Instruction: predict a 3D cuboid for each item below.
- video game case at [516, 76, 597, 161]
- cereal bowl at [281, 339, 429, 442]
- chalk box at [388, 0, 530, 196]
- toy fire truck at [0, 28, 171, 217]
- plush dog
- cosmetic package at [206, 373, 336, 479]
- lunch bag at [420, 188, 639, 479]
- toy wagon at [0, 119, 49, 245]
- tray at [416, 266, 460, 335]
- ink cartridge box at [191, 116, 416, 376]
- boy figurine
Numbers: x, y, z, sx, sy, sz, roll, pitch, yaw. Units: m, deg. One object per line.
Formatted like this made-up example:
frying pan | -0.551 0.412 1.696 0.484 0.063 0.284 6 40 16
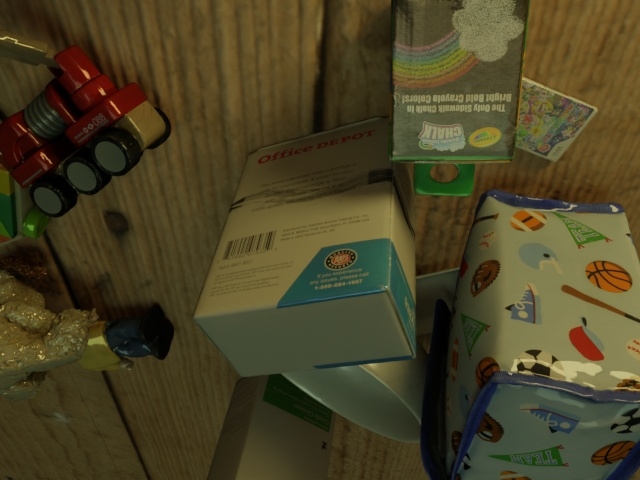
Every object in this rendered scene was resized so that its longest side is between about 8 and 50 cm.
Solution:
video game case | 0.274 -0.156 0.718 0.122 0.011 0.087 19 133 -8
cereal bowl | 0.056 0.190 0.948 0.339 0.141 0.339 28 154 15
chalk box | 0.141 -0.156 0.615 0.133 0.132 0.213 2 111 7
toy fire truck | -0.364 -0.172 0.738 0.217 0.158 0.246 -24 113 29
plush dog | -0.575 0.149 1.014 0.262 0.225 0.211 -37 151 27
cosmetic package | -0.101 0.447 1.101 0.197 0.365 0.155 31 130 -19
lunch bag | 0.269 0.179 0.771 0.239 0.327 0.385 9 135 8
toy wagon | -0.559 -0.132 0.850 0.267 0.068 0.344 19 133 -8
tray | 0.236 0.090 0.940 0.270 0.030 0.145 -15 128 22
ink cartridge box | 0.000 0.000 0.709 0.223 0.307 0.129 -11 132 19
boy figurine | -0.441 0.203 1.125 0.285 0.092 0.177 -8 131 18
